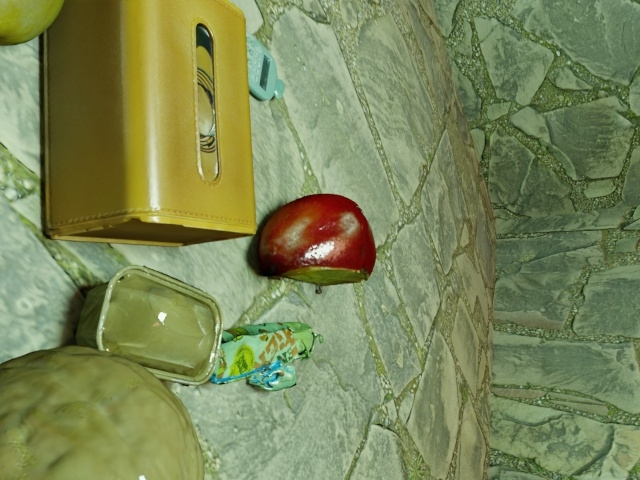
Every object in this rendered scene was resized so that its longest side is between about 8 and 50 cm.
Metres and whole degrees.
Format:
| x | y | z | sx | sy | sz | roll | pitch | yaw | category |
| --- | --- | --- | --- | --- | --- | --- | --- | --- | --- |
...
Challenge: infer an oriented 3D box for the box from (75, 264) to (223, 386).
| x | y | z | sx | sy | sz | roll | pitch | yaw | category |
| --- | --- | --- | --- | --- | --- | --- | --- | --- | --- |
| -0.176 | 0.097 | 0.555 | 0.177 | 0.111 | 0.111 | 36 | 53 | -54 | box |

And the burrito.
| x | y | z | sx | sy | sz | roll | pitch | yaw | category |
| --- | --- | --- | --- | --- | --- | --- | --- | --- | --- |
| -0.082 | 0.177 | 0.765 | 0.288 | 0.054 | 0.104 | 6 | 79 | -61 | burrito |

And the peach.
| x | y | z | sx | sy | sz | roll | pitch | yaw | category |
| --- | --- | --- | --- | --- | --- | --- | --- | --- | --- |
| 0.001 | -0.006 | 0.868 | 0.267 | 0.158 | 0.154 | 19 | 61 | -57 | peach |

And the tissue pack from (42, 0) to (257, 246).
| x | y | z | sx | sy | sz | roll | pitch | yaw | category |
| --- | --- | --- | --- | --- | --- | --- | --- | --- | --- |
| -0.179 | -0.139 | 0.563 | 0.194 | 0.145 | 0.275 | 4 | 80 | -60 | tissue pack |

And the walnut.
| x | y | z | sx | sy | sz | roll | pitch | yaw | category |
| --- | --- | --- | --- | --- | --- | --- | --- | --- | --- |
| -0.200 | 0.189 | 0.371 | 0.228 | 0.228 | 0.228 | 21 | 66 | -59 | walnut |

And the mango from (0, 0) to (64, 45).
| x | y | z | sx | sy | sz | roll | pitch | yaw | category |
| --- | --- | --- | --- | --- | --- | --- | --- | --- | --- |
| -0.288 | -0.262 | 0.447 | 0.130 | 0.091 | 0.195 | 13 | 64 | -57 | mango |

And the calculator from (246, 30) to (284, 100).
| x | y | z | sx | sy | sz | roll | pitch | yaw | category |
| --- | --- | --- | --- | --- | --- | --- | --- | --- | --- |
| -0.108 | -0.289 | 0.849 | 0.153 | 0.021 | 0.095 | 36 | 53 | -53 | calculator |
